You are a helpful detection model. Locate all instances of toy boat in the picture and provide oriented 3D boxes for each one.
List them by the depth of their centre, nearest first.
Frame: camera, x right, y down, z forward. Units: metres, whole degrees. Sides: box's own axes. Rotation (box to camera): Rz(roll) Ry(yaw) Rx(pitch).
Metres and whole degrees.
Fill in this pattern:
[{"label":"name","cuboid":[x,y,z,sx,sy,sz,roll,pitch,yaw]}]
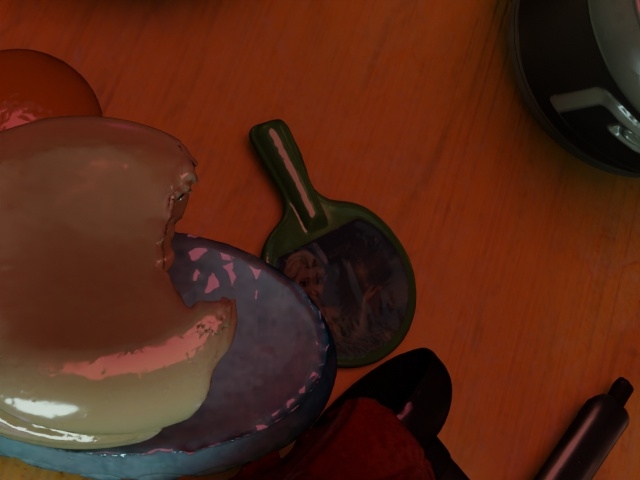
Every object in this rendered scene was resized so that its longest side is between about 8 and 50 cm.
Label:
[{"label":"toy boat","cuboid":[-0.151,0.105,1.003,0.330,0.123,0.215,0,64,-9]}]

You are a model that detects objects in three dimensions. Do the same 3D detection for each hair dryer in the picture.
[{"label":"hair dryer","cuboid":[0.160,0.204,1.098,0.320,0.156,0.284,44,42,-16]}]

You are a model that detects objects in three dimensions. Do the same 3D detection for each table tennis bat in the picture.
[{"label":"table tennis bat","cuboid":[0.000,0.000,1.121,0.160,0.039,0.257,-22,83,-28]}]

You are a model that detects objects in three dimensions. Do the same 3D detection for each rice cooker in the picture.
[{"label":"rice cooker","cuboid":[0.363,-0.224,1.177,0.335,0.325,0.335,0,89,-10]}]

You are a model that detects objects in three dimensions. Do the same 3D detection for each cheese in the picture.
[{"label":"cheese","cuboid":[-0.185,0.027,0.898,0.233,0.127,0.266,-2,66,-7]}]

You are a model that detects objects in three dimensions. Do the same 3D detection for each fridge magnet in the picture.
[{"label":"fridge magnet","cuboid":[-0.267,-0.104,1.042,0.143,0.063,0.143,6,70,-17]}]

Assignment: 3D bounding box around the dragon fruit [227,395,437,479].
[{"label":"dragon fruit","cuboid":[-0.038,0.290,0.858,0.343,0.100,0.282,-35,66,-1]}]
